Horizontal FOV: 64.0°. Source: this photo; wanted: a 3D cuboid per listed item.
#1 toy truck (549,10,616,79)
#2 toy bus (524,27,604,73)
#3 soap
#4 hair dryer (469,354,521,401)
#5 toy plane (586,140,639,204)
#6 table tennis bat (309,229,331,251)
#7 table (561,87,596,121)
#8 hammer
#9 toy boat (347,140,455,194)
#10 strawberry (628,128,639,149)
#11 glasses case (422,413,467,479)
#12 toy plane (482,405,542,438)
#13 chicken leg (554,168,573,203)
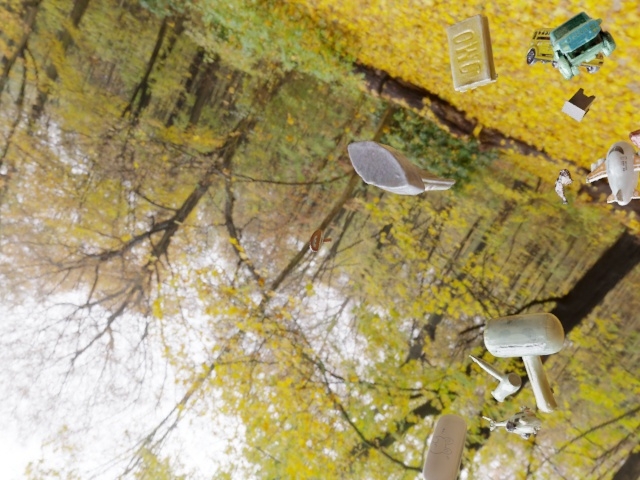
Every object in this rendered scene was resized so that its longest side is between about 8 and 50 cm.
[{"bbox_3d":[0.799,-0.606,1.588,0.156,0.155,0.279,61,-152,2],"label":"toy truck"},{"bbox_3d":[0.916,-0.720,1.919,0.145,0.151,0.331,5,-159,-12],"label":"toy bus"},{"bbox_3d":[0.639,-0.790,2.167,0.173,0.274,0.089,-8,-179,43],"label":"soap"},{"bbox_3d":[0.746,0.592,2.255,0.237,0.206,0.075,41,-121,19],"label":"hair dryer"},{"bbox_3d":[1.114,-0.252,1.896,0.118,0.244,0.245,5,-156,-36],"label":"toy plane"},{"bbox_3d":[0.000,0.000,2.208,0.019,0.098,0.155,16,-170,33],"label":"table tennis bat"},{"bbox_3d":[1.003,-0.527,1.982,0.083,0.082,0.070,42,172,22],"label":"table"},{"bbox_3d":[0.580,0.339,1.385,0.113,0.202,0.305,-38,-72,-45],"label":"hammer"},{"bbox_3d":[0.212,-0.205,1.463,0.276,0.111,0.293,34,-161,23],"label":"toy boat"},{"bbox_3d":[1.340,-0.405,2.072,0.148,0.131,0.131,-7,-165,1],"label":"strawberry"},{"bbox_3d":[0.362,0.606,1.477,0.092,0.059,0.233,2,-141,31],"label":"glasses case"},{"bbox_3d":[0.721,0.682,1.922,0.092,0.286,0.108,24,-122,-12],"label":"toy plane"},{"bbox_3d":[0.868,-0.196,1.832,0.062,0.037,0.145,28,146,34],"label":"chicken leg"}]
